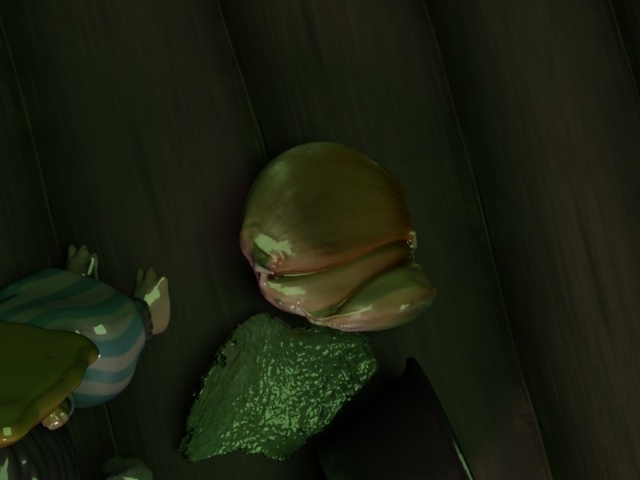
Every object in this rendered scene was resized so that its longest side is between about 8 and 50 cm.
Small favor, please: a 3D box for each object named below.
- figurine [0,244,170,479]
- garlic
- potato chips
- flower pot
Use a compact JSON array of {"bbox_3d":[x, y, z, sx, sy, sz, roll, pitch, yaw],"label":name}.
[{"bbox_3d":[-0.315,0.245,1.636,0.361,0.266,0.377,-31,131,-46],"label":"figurine"},{"bbox_3d":[0.000,0.000,1.803,0.228,0.110,0.217,-3,74,-33],"label":"garlic"},{"bbox_3d":[-0.047,0.162,1.792,0.228,0.059,0.167,-1,91,-27],"label":"potato chips"},{"bbox_3d":[0.083,0.260,1.765,0.148,0.235,0.235,-23,94,-4],"label":"flower pot"}]
